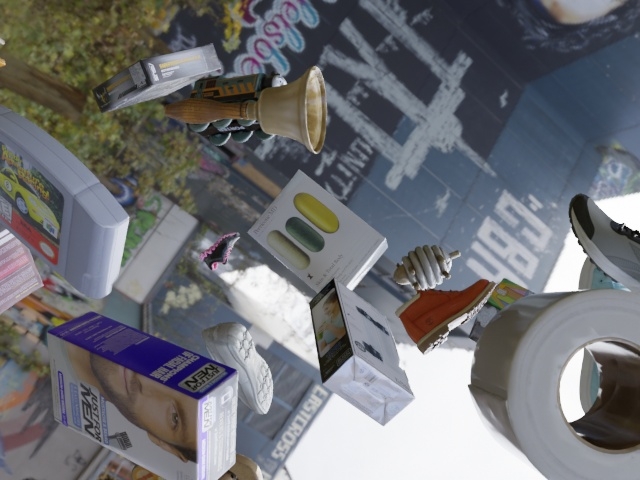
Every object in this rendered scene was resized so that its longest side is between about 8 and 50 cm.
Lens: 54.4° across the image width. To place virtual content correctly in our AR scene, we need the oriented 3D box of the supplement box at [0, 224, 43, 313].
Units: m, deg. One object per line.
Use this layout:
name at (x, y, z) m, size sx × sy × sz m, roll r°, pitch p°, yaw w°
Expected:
supplement box at (-0.747, 0.053, 1.448) m, size 0.130 × 0.073 × 0.240 m, roll -40°, pitch 154°, yaw -34°

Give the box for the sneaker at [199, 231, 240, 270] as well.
sneaker at (-0.223, 0.026, 1.437) m, size 0.119 × 0.057 × 0.047 m, roll -38°, pitch 169°, yaw 23°

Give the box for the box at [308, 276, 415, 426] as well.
box at (0.075, 0.214, 1.258) m, size 0.087 × 0.169 × 0.290 m, roll -46°, pitch -158°, yaw 15°

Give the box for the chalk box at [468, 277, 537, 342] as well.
chalk box at (0.490, 0.211, 1.485) m, size 0.132 × 0.213 × 0.133 m, roll -31°, pitch 141°, yaw -44°

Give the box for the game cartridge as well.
game cartridge at (-0.406, -0.065, 0.904) m, size 0.060 × 0.294 × 0.196 m, roll -40°, pitch 164°, yaw -49°

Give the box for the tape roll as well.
tape roll at (0.330, 0.185, 0.789) m, size 0.246 × 0.246 × 0.169 m, roll -55°, pitch 178°, yaw -6°

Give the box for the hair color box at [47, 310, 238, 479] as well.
hair color box at (-0.304, 0.264, 1.050) m, size 0.110 × 0.338 × 0.185 m, roll -30°, pitch 129°, yaw -57°

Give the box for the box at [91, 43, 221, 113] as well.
box at (-0.351, -0.344, 1.326) m, size 0.231 × 0.056 × 0.183 m, roll -6°, pitch -162°, yaw 47°

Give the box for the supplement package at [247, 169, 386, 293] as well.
supplement package at (0.000, 0.000, 1.518) m, size 0.199 × 0.262 × 0.198 m, roll -50°, pitch 170°, yaw 0°

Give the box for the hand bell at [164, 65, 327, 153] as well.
hand bell at (-0.121, -0.194, 0.938) m, size 0.241 × 0.126 × 0.126 m, roll 2°, pitch -141°, yaw 13°

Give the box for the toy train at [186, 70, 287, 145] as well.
toy train at (-0.244, -0.390, 1.800) m, size 0.333 × 0.142 × 0.191 m, roll 0°, pitch -106°, yaw 31°

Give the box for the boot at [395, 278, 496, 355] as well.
boot at (0.187, 0.091, 0.927) m, size 0.157 × 0.085 × 0.059 m, roll -33°, pitch 154°, yaw -16°

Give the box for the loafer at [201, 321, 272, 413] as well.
loafer at (-0.210, 0.333, 1.615) m, size 0.111 × 0.320 × 0.112 m, roll -4°, pitch -144°, yaw 21°

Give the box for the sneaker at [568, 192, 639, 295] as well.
sneaker at (0.472, 0.028, 0.898) m, size 0.100 × 0.271 × 0.108 m, roll -23°, pitch 157°, yaw -54°

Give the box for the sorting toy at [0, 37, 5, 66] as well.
sorting toy at (-0.671, -0.362, 1.053) m, size 0.195 × 0.047 × 0.348 m, roll -13°, pitch 177°, yaw -2°

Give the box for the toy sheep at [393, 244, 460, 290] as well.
toy sheep at (0.199, 0.049, 1.159) m, size 0.132 × 0.091 × 0.091 m, roll -17°, pitch -159°, yaw 1°

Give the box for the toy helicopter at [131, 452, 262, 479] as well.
toy helicopter at (-0.325, 0.605, 1.615) m, size 0.140 × 0.354 × 0.235 m, roll -62°, pitch 151°, yaw -67°

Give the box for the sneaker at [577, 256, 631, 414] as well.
sneaker at (0.597, 0.174, 1.203) m, size 0.150 × 0.135 × 0.366 m, roll 149°, pitch -53°, yaw -68°
